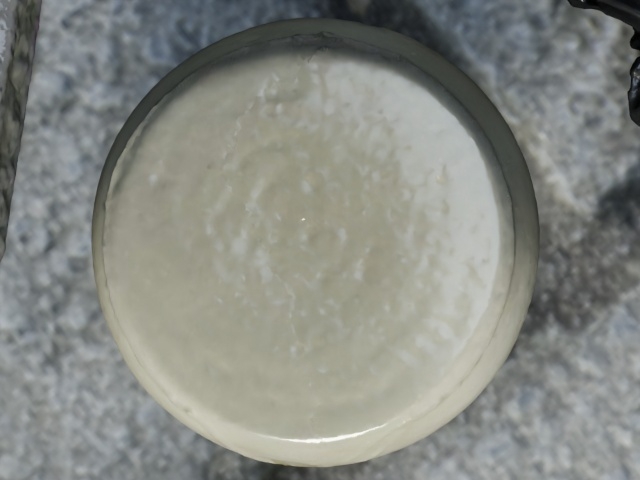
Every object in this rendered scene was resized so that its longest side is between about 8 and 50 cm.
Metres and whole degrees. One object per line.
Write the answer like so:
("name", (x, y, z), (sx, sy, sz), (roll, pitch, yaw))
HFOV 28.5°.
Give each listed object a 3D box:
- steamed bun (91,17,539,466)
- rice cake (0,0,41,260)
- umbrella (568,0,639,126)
("steamed bun", (0.000, 0.000, 0.675), (0.232, 0.145, 0.231), (0, 92, 9))
("rice cake", (-0.196, -0.160, 0.712), (0.070, 0.064, 0.399), (6, 86, 2))
("umbrella", (0.225, -0.196, 0.724), (0.122, 0.110, 0.272), (20, 86, -37))
